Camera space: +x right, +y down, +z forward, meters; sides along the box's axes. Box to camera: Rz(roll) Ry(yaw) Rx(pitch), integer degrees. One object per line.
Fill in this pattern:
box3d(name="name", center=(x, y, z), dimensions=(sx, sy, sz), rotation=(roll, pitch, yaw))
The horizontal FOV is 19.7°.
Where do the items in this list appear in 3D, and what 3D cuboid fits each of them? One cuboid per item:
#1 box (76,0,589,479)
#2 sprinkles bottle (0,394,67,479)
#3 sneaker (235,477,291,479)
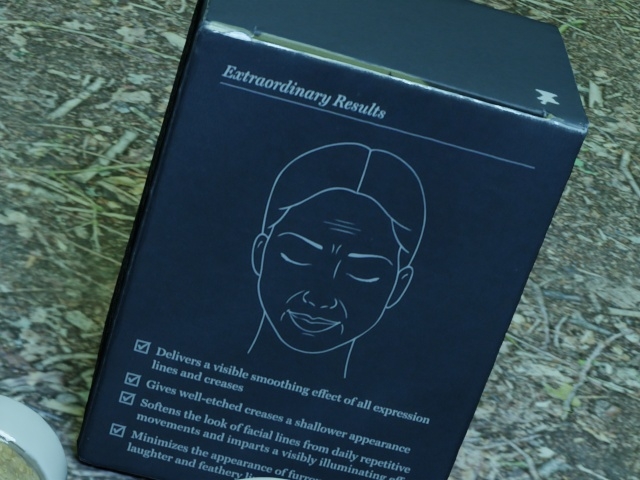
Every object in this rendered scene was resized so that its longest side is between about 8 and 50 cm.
box3d(name="box", center=(0.000, 0.000, 1.473), dimensions=(0.293, 0.395, 0.212), rotation=(15, 27, -8))
box3d(name="sprinkles bottle", center=(-0.259, 0.234, 1.173), dimensions=(0.121, 0.121, 0.355), rotation=(18, 27, -2))
box3d(name="sneaker", center=(0.051, 0.270, 1.350), dimensions=(0.305, 0.114, 0.152), rotation=(9, 42, -9))
